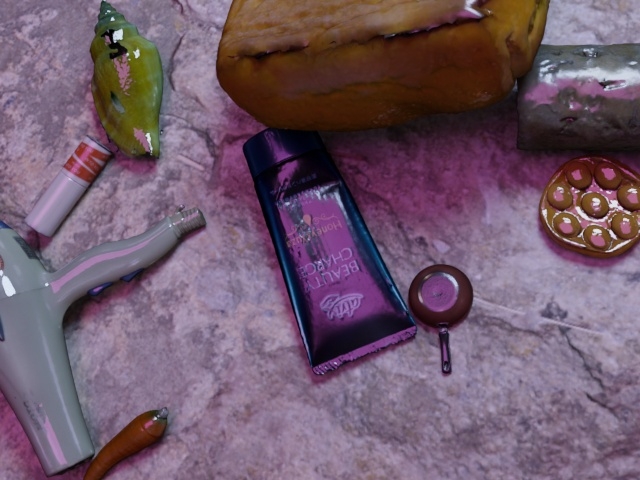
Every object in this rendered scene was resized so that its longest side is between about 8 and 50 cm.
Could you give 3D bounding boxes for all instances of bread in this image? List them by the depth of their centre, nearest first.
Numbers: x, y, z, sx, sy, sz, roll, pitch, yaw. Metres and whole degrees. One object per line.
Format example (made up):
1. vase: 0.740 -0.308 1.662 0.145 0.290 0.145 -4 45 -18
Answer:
1. bread: 0.277 -0.035 0.776 0.110 0.024 0.110 -4 77 17
2. bread: 0.078 -0.266 0.796 0.337 0.148 0.327 -5 56 27

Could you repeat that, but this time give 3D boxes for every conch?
1. conch: -0.239 -0.196 0.942 0.095 0.080 0.200 -4 85 34

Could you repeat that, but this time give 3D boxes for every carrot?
1. carrot: -0.218 0.230 0.856 0.142 0.035 0.035 -40 70 11

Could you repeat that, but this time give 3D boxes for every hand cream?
1. hand cream: 0.000 0.000 0.839 0.120 0.061 0.270 -23 79 4

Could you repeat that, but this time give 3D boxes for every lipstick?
1. lipstick: -0.309 -0.067 0.945 0.038 0.038 0.130 36 89 20

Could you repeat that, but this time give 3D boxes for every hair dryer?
1. hair dryer: -0.271 0.114 0.874 0.299 0.119 0.295 -5 82 2

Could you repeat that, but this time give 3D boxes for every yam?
1. yam: 0.290 -0.140 0.756 0.194 0.107 0.107 3 78 16

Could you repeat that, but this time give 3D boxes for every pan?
1. pan: 0.125 0.079 0.794 0.069 0.023 0.115 -7 75 13
